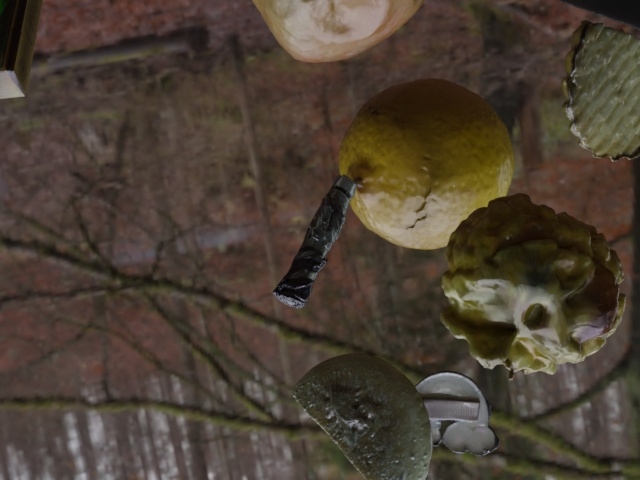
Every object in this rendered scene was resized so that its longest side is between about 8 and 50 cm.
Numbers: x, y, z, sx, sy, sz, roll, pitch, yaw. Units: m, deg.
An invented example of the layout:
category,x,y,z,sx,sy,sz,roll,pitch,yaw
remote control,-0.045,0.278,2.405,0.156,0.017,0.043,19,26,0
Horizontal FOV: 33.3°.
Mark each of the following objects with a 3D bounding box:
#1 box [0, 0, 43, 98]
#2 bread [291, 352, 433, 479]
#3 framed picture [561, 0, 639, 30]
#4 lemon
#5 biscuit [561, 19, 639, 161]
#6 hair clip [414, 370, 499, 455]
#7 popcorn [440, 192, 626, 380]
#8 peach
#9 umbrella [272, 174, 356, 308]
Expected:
category,x,y,z,sx,sy,sz,roll,pitch,yaw
box,-0.482,-0.313,1.529,0.159,0.240,0.071,-3,152,9
bread,0.056,0.190,1.173,0.112,0.193,0.036,-53,151,14
framed picture,0.227,-0.357,0.994,0.016,0.265,0.347,-11,-152,-25
lemon,0.167,-0.120,1.681,0.293,0.293,0.293,-11,-175,1
biscuit,0.436,-0.207,1.551,0.273,0.187,0.036,13,-169,-36
hair clip,0.167,0.239,1.491,0.172,0.116,0.049,3,-172,-8
popcorn,0.237,0.054,1.220,0.218,0.189,0.169,26,-170,-7
peach,0.010,-0.278,1.002,0.214,0.235,0.214,6,-148,-4
umbrella,0.000,0.000,1.375,0.046,0.188,0.050,32,160,-12
